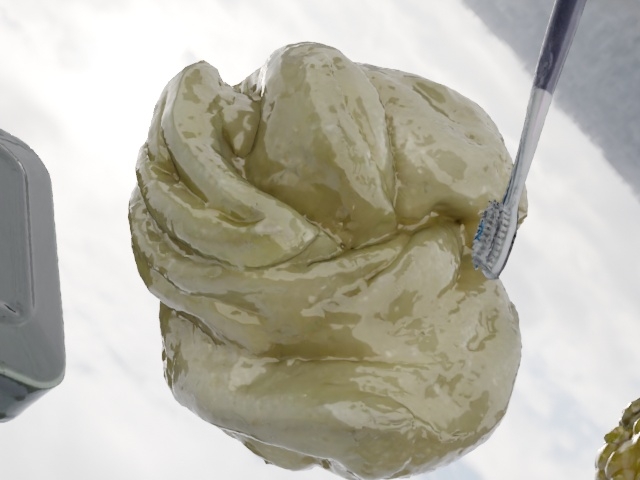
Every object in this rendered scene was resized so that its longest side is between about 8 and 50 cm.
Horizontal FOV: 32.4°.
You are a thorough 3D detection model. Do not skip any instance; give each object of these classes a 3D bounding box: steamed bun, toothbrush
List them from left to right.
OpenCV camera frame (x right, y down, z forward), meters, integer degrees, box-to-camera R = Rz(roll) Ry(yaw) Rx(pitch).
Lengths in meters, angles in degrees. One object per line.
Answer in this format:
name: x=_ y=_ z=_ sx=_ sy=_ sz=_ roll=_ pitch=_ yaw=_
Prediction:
steamed bun: x=-0.004 y=-0.003 z=0.867 sx=0.230 sy=0.325 sz=0.372 roll=48 pitch=-133 yaw=-61
toothbrush: x=0.142 y=-0.111 z=0.681 sx=0.024 sy=0.288 sz=0.026 roll=11 pitch=162 yaw=32

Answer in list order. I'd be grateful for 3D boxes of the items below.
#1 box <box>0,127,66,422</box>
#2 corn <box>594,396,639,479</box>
box: x=-0.456 y=-0.030 z=1.170 sx=0.397 sy=0.111 sz=0.395 roll=32 pitch=-152 yaw=-40
corn: x=0.266 y=0.259 z=0.655 sx=0.120 sy=0.120 sz=0.363 roll=25 pitch=-142 yaw=-50
